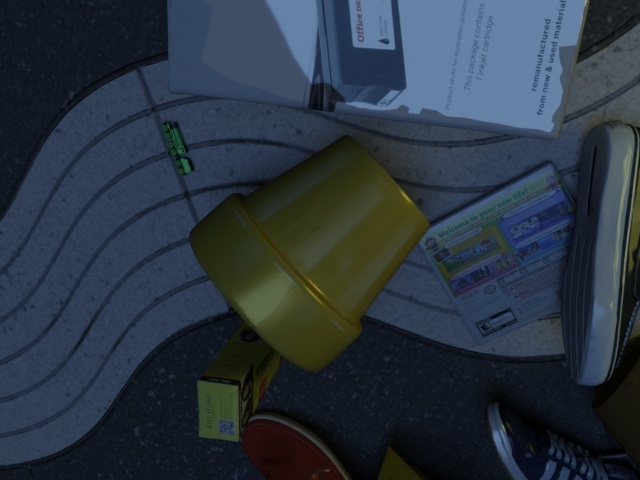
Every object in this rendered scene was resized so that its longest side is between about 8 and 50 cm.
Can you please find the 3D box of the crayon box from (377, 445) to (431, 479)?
[{"bbox_3d":[0.154,0.493,1.014,0.081,0.202,0.318,-3,114,-32],"label":"crayon box"}]

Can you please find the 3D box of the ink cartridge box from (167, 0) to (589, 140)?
[{"bbox_3d":[0.065,-0.236,0.754,0.395,0.285,0.166,9,109,9],"label":"ink cartridge box"}]

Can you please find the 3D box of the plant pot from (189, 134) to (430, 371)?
[{"bbox_3d":[0.000,0.000,0.877,0.239,0.254,0.254,-43,95,4],"label":"plant pot"}]

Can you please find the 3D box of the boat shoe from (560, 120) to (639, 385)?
[{"bbox_3d":[0.382,0.022,0.835,0.119,0.121,0.334,6,97,1],"label":"boat shoe"}]

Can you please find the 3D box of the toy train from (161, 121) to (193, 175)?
[{"bbox_3d":[-0.209,-0.136,0.986,0.024,0.017,0.083,-17,103,6],"label":"toy train"}]

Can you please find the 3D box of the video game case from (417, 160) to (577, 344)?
[{"bbox_3d":[0.268,0.023,0.934,0.213,0.023,0.193,-29,100,19],"label":"video game case"}]

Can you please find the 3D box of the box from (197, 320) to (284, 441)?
[{"bbox_3d":[-0.105,0.181,0.949,0.058,0.232,0.087,5,107,10],"label":"box"}]

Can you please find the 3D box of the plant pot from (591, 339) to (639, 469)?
[{"bbox_3d":[0.496,0.250,0.866,0.254,0.237,0.237,34,111,14],"label":"plant pot"}]

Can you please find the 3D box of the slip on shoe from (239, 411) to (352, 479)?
[{"bbox_3d":[-0.017,0.394,1.024,0.331,0.101,0.123,45,118,25],"label":"slip on shoe"}]

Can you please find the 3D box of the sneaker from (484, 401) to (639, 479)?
[{"bbox_3d":[0.363,0.321,0.966,0.153,0.099,0.282,-30,106,24],"label":"sneaker"}]
